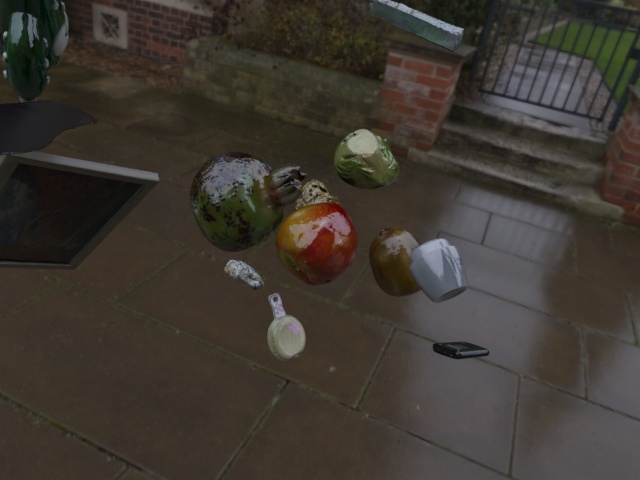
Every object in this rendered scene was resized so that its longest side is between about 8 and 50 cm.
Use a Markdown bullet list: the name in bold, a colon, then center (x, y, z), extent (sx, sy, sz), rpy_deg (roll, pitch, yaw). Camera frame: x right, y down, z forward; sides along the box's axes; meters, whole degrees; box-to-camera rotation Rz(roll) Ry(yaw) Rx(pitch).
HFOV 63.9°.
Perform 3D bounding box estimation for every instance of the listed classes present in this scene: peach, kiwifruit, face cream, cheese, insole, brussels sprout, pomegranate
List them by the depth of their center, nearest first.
- **insole**: center (-0.266, -0.107, 0.462), extent (0.080, 0.003, 0.232), rpy_deg (21, 17, -11)
- **face cream**: center (0.205, 0.052, 0.889), extent (0.091, 0.091, 0.095), rpy_deg (-8, 63, -30)
- **peach**: center (0.000, 0.000, 1.155), extent (0.197, 0.198, 0.197), rpy_deg (8, 29, -5)
- **brussels sprout**: center (0.110, -0.198, 1.284), extent (0.143, 0.181, 0.161), rpy_deg (-40, 54, -2)
- **pomegranate**: center (-0.182, -0.123, 1.389), extent (0.340, 0.285, 0.285), rpy_deg (-17, 16, 29)
- **kiwifruit**: center (0.256, 0.068, 1.701), extent (0.195, 0.234, 0.196), rpy_deg (-22, 8, 3)
- **cheese**: center (-0.127, 0.290, 1.739), extent (0.137, 0.228, 0.064), rpy_deg (-21, 8, -36)

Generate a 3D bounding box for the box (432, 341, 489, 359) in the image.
- **box**: center (0.411, 0.319, 1.504), extent (0.125, 0.027, 0.126), rpy_deg (0, 0, -22)

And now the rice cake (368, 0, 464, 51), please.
- **rice cake**: center (0.198, -0.457, 1.073), extent (0.210, 0.043, 0.034), rpy_deg (29, 50, 11)

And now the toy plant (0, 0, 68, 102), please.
- **toy plant**: center (-0.462, -0.351, 0.815), extent (0.112, 0.243, 0.233), rpy_deg (2, 38, -25)

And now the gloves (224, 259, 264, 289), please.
- **gloves**: center (-0.266, 0.127, 1.853), extent (0.153, 0.070, 0.114), rpy_deg (37, -5, -31)

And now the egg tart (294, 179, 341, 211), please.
- **egg tart**: center (0.000, -0.065, 1.542), extent (0.105, 0.241, 0.241), rpy_deg (0, 23, 24)

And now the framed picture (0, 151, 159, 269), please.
- **framed picture**: center (-0.349, -0.027, 0.657), extent (0.184, 0.250, 0.016), rpy_deg (7, 55, -52)
